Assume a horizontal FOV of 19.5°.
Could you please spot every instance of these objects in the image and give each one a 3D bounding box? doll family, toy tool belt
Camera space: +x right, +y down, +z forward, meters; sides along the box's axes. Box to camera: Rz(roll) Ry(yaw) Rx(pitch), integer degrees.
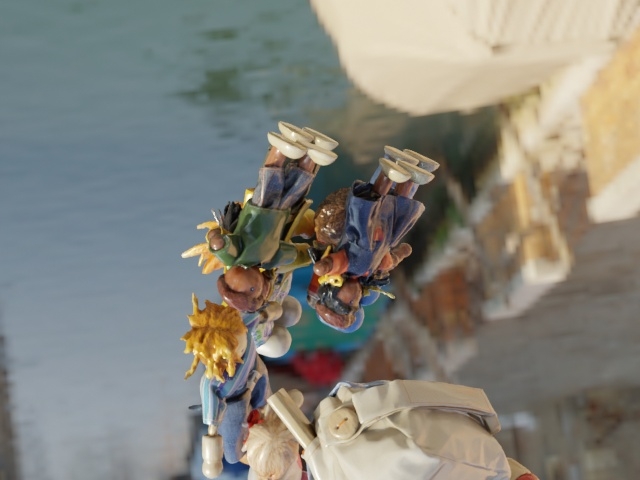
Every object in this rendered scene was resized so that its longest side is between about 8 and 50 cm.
[{"bbox_3d":[-0.044,0.067,1.226,0.118,0.263,0.163,11,152,11],"label":"doll family"},{"bbox_3d":[0.000,0.000,1.014,0.193,0.111,0.076,10,-164,-43],"label":"doll family"},{"bbox_3d":[0.023,0.057,0.504,0.051,0.052,0.083,35,-170,31],"label":"toy tool belt"}]
